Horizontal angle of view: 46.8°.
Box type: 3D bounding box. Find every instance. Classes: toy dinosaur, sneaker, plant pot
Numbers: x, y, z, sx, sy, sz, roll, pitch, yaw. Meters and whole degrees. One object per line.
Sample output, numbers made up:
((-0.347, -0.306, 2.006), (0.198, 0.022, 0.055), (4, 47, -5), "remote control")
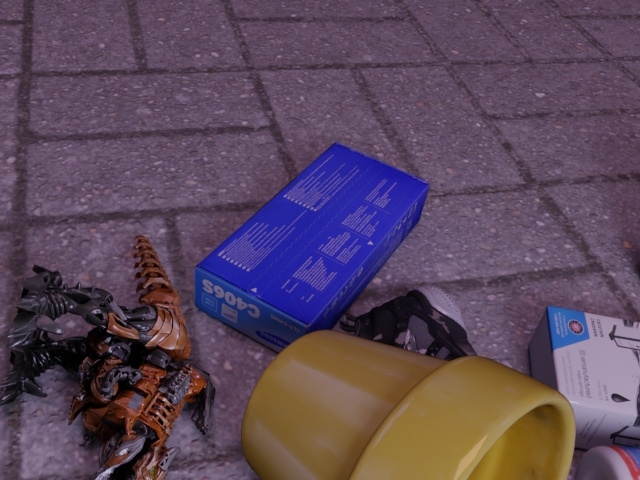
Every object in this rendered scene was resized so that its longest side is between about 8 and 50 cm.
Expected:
((-0.221, 0.126, 0.803), (0.218, 0.164, 0.322), (14, 21, -17), "toy dinosaur")
((0.118, 0.161, 0.828), (0.153, 0.101, 0.268), (-10, 39, -20), "sneaker")
((0.063, 0.203, 0.679), (0.239, 0.254, 0.254), (23, 41, 39), "plant pot")

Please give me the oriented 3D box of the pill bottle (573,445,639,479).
((0.378, 0.270, 0.731), (0.222, 0.124, 0.124), (5, 42, -6), "pill bottle")

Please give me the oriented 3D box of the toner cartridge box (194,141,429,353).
((0.000, 0.000, 1.000), (0.165, 0.075, 0.348), (26, 44, 19), "toner cartridge box")

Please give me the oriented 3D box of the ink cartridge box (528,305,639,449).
((0.360, 0.170, 0.867), (0.203, 0.086, 0.148), (9, 41, 1), "ink cartridge box")
